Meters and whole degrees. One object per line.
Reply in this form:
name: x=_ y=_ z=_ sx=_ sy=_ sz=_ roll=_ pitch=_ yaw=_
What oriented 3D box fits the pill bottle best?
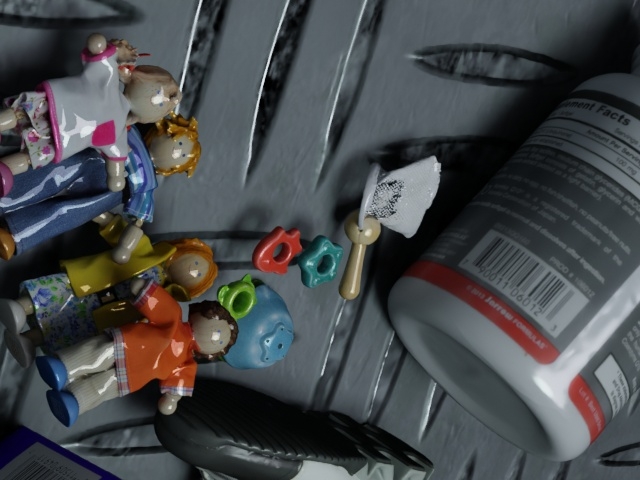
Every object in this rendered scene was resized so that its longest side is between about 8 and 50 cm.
pill bottle: x=0.246 y=-0.008 z=1.446 sx=0.363 sy=0.210 sz=0.210 roll=-46 pitch=139 yaw=-14

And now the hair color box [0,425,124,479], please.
hair color box: x=-0.128 y=0.306 z=1.204 sx=0.110 sy=0.185 sz=0.338 roll=-41 pitch=116 yaw=-21

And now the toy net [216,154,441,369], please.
toy net: x=0.000 y=0.000 z=1.332 sx=0.232 sy=0.045 sz=0.122 roll=-45 pitch=137 yaw=-17

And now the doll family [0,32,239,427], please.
doll family: x=-0.144 y=-0.014 z=1.141 sx=0.163 sy=0.118 sz=0.263 roll=-22 pitch=111 yaw=-28

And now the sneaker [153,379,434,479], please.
sneaker: x=-0.033 y=0.208 z=1.365 sx=0.330 sy=0.122 sz=0.146 roll=26 pitch=96 yaw=-53
